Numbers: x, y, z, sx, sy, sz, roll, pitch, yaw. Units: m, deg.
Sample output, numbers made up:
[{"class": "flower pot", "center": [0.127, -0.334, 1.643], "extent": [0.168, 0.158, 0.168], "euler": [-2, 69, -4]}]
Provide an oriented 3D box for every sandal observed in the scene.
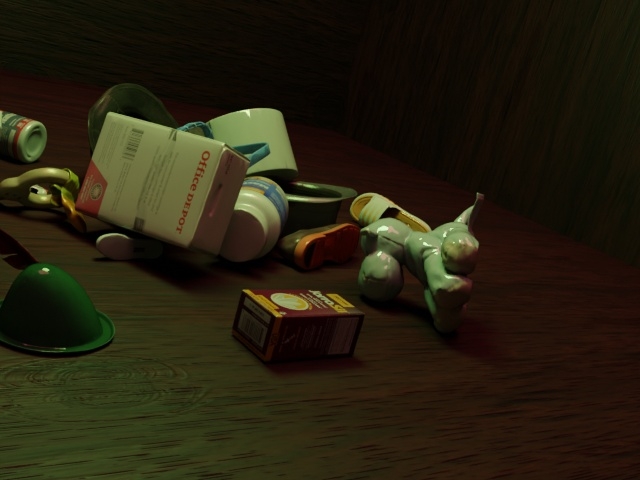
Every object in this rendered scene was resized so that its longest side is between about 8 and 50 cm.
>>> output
[{"class": "sandal", "center": [0.192, -0.060, 2.114], "extent": [0.265, 0.102, 0.076], "euler": [26, 15, 26]}]

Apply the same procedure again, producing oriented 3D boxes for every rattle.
[{"class": "rattle", "center": [-0.577, -0.062, 1.473], "extent": [0.199, 0.143, 0.130], "euler": [-7, -9, -22]}]

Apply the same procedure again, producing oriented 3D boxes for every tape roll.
[{"class": "tape roll", "center": [-0.196, -0.224, 1.963], "extent": [0.246, 0.169, 0.246], "euler": [-14, -9, -2]}]

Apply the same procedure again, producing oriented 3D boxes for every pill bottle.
[{"class": "pill bottle", "center": [-0.787, -0.267, 1.845], "extent": [0.180, 0.108, 0.108], "euler": [18, 15, 9]}, {"class": "pill bottle", "center": [-0.155, -0.044, 1.600], "extent": [0.152, 0.152, 0.272], "euler": [16, 14, -1]}]

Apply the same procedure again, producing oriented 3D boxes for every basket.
[{"class": "basket", "center": [-0.286, -0.167, 1.716], "extent": [0.288, 0.201, 0.255], "euler": [-5, 20, 28]}]

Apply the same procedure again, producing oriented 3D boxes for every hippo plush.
[{"class": "hippo plush", "center": [0.192, 0.027, 1.512], "extent": [0.236, 0.294, 0.234], "euler": [10, -8, 8]}]

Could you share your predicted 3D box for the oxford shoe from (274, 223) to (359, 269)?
[{"class": "oxford shoe", "center": [0.000, 0.000, 1.721], "extent": [0.098, 0.097, 0.271], "euler": [18, 14, 31]}]

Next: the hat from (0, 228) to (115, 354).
[{"class": "hat", "center": [-0.368, 0.038, 1.022], "extent": [0.173, 0.184, 0.208], "euler": [26, 18, 33]}]

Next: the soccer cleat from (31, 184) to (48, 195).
[{"class": "soccer cleat", "center": [-0.627, -0.113, 1.606], "extent": [0.083, 0.029, 0.035], "euler": [27, 14, 21]}]

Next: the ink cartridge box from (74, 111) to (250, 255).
[{"class": "ink cartridge box", "center": [-0.303, -0.106, 1.429], "extent": [0.283, 0.207, 0.117], "euler": [18, -3, 23]}]

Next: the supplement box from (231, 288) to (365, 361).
[{"class": "supplement box", "center": [-0.034, 0.135, 1.214], "extent": [0.188, 0.081, 0.104], "euler": [3, 19, -41]}]

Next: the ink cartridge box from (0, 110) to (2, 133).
[{"class": "ink cartridge box", "center": [-0.707, -0.135, 1.256], "extent": [0.289, 0.211, 0.121], "euler": [8, 19, -25]}]

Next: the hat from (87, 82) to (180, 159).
[{"class": "hat", "center": [-0.478, -0.221, 1.864], "extent": [0.134, 0.331, 0.331], "euler": [-25, -10, 33]}]

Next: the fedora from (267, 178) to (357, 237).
[{"class": "fedora", "center": [-0.050, -0.074, 1.867], "extent": [0.275, 0.124, 0.244], "euler": [5, 14, -5]}]

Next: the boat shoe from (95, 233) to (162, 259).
[{"class": "boat shoe", "center": [-0.365, 0.011, 1.401], "extent": [0.040, 0.049, 0.142], "euler": [21, 8, 41]}]
